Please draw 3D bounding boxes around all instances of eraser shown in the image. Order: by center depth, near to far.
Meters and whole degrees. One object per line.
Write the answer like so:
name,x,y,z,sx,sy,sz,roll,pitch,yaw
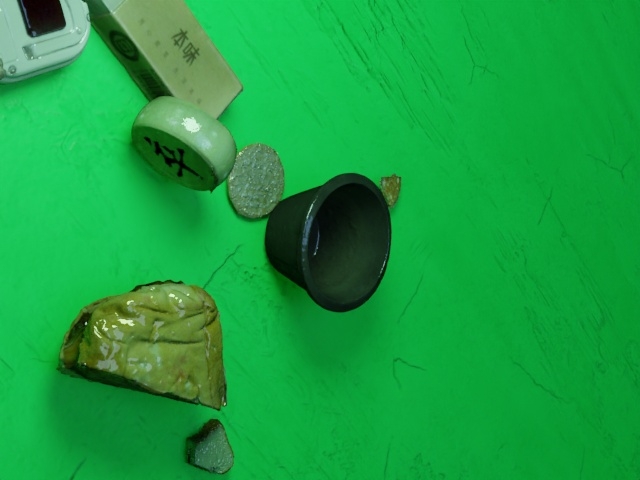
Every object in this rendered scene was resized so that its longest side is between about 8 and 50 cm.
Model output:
eraser,-0.280,-0.350,1.918,0.343,0.078,0.144,54,57,-31

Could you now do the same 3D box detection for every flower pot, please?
flower pot,0.000,0.000,2.135,0.269,0.166,0.269,-6,98,-47

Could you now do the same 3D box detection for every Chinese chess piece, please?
Chinese chess piece,-0.236,-0.164,1.892,0.188,0.188,0.083,47,61,-34

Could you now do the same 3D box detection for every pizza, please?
pizza,0.144,-0.117,2.368,0.078,0.025,0.083,45,56,-41

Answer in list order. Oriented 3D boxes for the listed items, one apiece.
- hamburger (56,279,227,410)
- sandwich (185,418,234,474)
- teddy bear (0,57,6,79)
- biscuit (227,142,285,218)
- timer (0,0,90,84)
hamburger,-0.283,0.163,1.887,0.330,0.162,0.209,25,73,-39
sandwich,-0.207,0.400,2.055,0.093,0.035,0.105,-39,119,-36
teddy bear,-0.579,-0.236,1.590,0.236,0.151,0.267,-18,95,-14
biscuit,-0.124,-0.115,2.116,0.152,0.020,0.152,-6,98,-46
timer,-0.480,-0.386,1.719,0.237,0.087,0.262,-28,112,-39
